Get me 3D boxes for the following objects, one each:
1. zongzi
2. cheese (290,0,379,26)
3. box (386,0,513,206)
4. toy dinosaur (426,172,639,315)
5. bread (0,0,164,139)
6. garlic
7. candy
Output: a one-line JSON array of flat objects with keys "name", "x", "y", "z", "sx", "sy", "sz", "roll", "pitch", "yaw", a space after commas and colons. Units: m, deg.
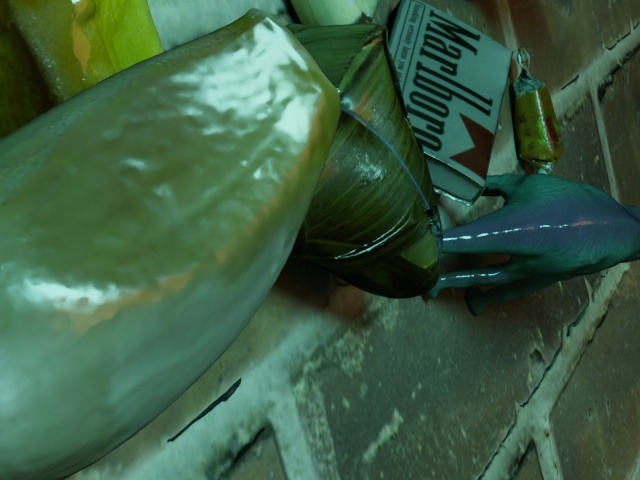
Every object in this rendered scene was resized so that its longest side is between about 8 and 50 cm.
[{"name": "zongzi", "x": 0.000, "y": 0.000, "z": 0.920, "sx": 0.221, "sy": 0.112, "sz": 0.242, "roll": 63, "pitch": 40, "yaw": -35}, {"name": "cheese", "x": -0.020, "y": -0.277, "z": 1.014, "sx": 0.255, "sy": 0.050, "sz": 0.127, "roll": 64, "pitch": 32, "yaw": -33}, {"name": "box", "x": 0.099, "y": -0.123, "z": 1.161, "sx": 0.115, "sy": 0.036, "sz": 0.177, "roll": 26, "pitch": 48, "yaw": -11}, {"name": "toy dinosaur", "x": 0.265, "y": -0.019, "z": 1.200, "sx": 0.383, "sy": 0.331, "sz": 0.129, "roll": 10, "pitch": 73, "yaw": -63}, {"name": "bread", "x": -0.126, "y": -0.056, "z": 0.689, "sx": 0.094, "sy": 0.102, "sz": 0.245, "roll": -59, "pitch": 136, "yaw": -60}, {"name": "garlic", "x": -0.101, "y": 0.018, "z": 0.597, "sx": 0.318, "sy": 0.112, "sz": 0.143, "roll": -44, "pitch": 121, "yaw": -32}, {"name": "candy", "x": 0.235, "y": -0.121, "z": 1.494, "sx": 0.053, "sy": 0.046, "sz": 0.182, "roll": -10, "pitch": 87, "yaw": -61}]
